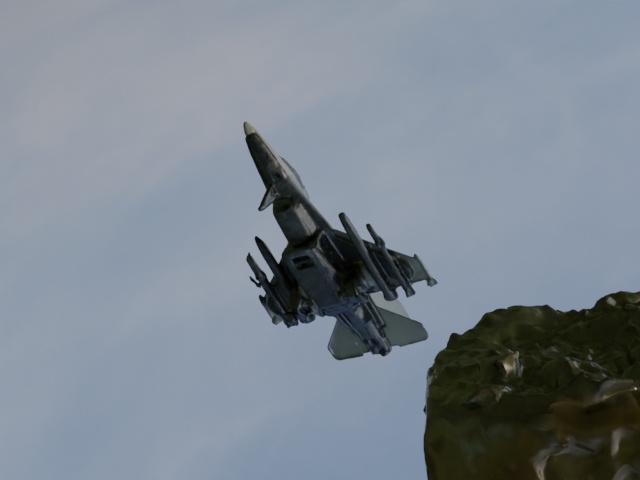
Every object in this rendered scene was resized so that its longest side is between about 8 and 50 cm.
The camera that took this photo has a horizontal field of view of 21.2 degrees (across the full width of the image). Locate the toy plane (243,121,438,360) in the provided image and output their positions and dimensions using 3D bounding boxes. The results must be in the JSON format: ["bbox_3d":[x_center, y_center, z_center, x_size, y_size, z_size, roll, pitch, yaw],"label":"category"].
[{"bbox_3d":[-0.002,0.015,1.308,0.160,0.234,0.082,-15,-141,35],"label":"toy plane"}]

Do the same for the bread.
[{"bbox_3d":[0.143,0.123,0.710,0.196,0.246,0.176,-3,-162,8],"label":"bread"}]
